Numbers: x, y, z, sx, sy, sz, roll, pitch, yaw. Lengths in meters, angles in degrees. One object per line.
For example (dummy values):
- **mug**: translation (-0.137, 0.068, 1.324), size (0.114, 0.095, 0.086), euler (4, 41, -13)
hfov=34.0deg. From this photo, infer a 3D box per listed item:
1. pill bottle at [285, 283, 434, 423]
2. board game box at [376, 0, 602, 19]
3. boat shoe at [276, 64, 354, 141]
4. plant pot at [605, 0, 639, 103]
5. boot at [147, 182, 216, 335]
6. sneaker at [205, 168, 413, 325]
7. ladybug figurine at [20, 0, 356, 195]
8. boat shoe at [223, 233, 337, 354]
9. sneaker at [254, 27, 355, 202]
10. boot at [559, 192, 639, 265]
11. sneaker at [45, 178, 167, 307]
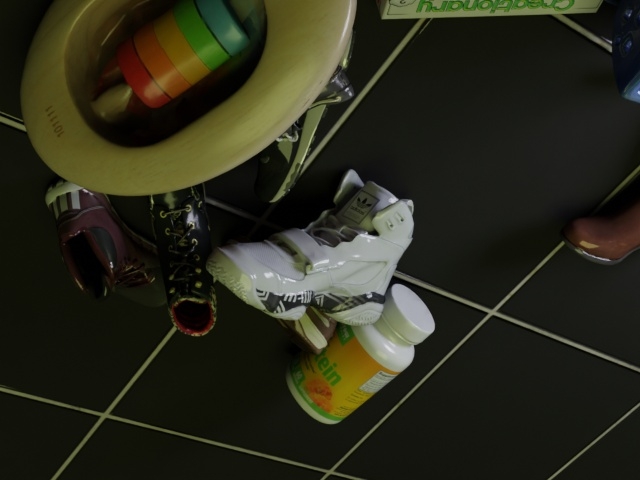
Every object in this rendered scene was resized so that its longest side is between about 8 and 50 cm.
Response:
- **pill bottle**: translation (0.069, 0.185, 1.751), size (0.136, 0.136, 0.245), euler (30, 119, -35)
- **board game box**: translation (0.235, -0.360, 1.304), size (0.305, 0.053, 0.193), euler (-4, 153, -12)
- **boat shoe**: translation (-0.047, -0.150, 1.329), size (0.206, 0.075, 0.065), euler (-37, 108, 21)
- **plant pot**: translation (0.515, -0.306, 1.341), size (0.235, 0.212, 0.236), euler (11, 143, -23)
- **boot**: translation (-0.193, 0.002, 1.473), size (0.085, 0.179, 0.236), euler (-10, 135, -4)
- **sneaker**: translation (0.000, 0.000, 1.506), size (0.365, 0.137, 0.210), euler (14, 106, -51)
- **ladybug figurine**: translation (-0.142, -0.225, 1.234), size (0.449, 0.305, 0.162), euler (-27, 173, 15)
- **boat shoe**: translation (-0.056, 0.068, 1.656), size (0.095, 0.095, 0.257), euler (-49, 128, -17)
- **sneaker**: translation (-0.060, -0.185, 1.411), size (0.124, 0.107, 0.283), euler (18, 123, -11)
- **boot**: translation (0.534, -0.090, 1.653), size (0.264, 0.096, 0.280), euler (3, 130, -18)
- **sneaker**: translation (-0.298, 0.049, 1.499), size (0.106, 0.163, 0.281), euler (-28, 133, 11)
